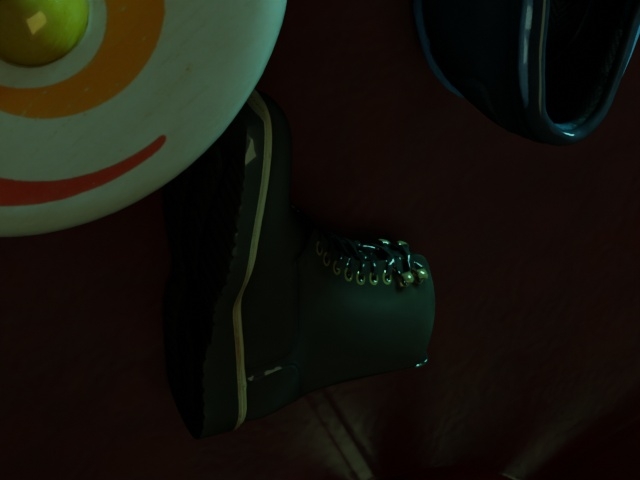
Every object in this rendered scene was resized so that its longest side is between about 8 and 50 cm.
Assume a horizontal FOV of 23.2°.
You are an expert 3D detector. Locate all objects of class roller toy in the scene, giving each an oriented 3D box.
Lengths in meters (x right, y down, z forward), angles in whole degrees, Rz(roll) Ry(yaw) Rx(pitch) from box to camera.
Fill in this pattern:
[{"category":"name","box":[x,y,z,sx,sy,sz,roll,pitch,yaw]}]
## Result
[{"category":"roller toy","box":[-0.112,-0.105,0.557,0.209,0.146,0.191,-3,124,-23]}]

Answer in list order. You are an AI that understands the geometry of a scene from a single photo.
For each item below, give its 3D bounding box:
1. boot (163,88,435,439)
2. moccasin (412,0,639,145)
[{"category":"boot","box":[0.000,0.000,0.737,0.137,0.077,0.198,-12,140,-22]},{"category":"moccasin","box":[0.142,-0.196,0.628,0.137,0.117,0.342,-3,123,-23]}]
